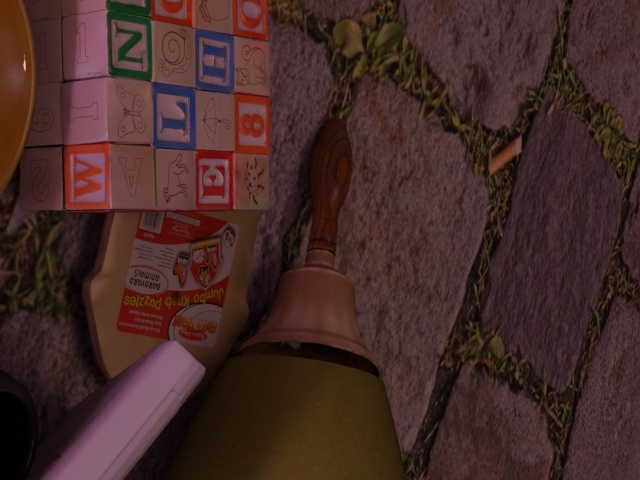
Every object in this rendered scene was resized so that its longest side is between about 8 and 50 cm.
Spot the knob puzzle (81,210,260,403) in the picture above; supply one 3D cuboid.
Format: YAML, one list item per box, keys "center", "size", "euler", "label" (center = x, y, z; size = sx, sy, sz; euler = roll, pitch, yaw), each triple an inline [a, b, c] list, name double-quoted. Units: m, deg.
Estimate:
- center: [-0.126, 0.048, 1.050]
  size: [0.213, 0.030, 0.213]
  euler: [-15, 109, -53]
  label: "knob puzzle"

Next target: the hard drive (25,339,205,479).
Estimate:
- center: [-0.210, 0.205, 0.838]
  size: [0.040, 0.203, 0.307]
  euler: [44, 54, -8]
  label: "hard drive"

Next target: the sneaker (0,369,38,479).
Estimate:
- center: [-0.284, 0.163, 0.758]
  size: [0.296, 0.146, 0.105]
  euler: [-52, 137, -33]
  label: "sneaker"

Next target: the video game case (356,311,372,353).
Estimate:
- center: [-0.002, 0.203, 1.260]
  size: [0.193, 0.023, 0.213]
  euler: [-35, 123, -45]
  label: "video game case"

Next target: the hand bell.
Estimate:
- center: [0.000, 0.000, 1.173]
  size: [0.126, 0.126, 0.242]
  euler: [39, 50, -50]
  label: "hand bell"

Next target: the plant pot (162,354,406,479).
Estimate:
- center: [-0.034, 0.249, 1.053]
  size: [0.274, 0.274, 0.294]
  euler: [30, 62, -52]
  label: "plant pot"

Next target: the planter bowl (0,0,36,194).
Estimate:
- center: [-0.276, -0.097, 0.762]
  size: [0.217, 0.090, 0.217]
  euler: [-14, 108, -51]
  label: "planter bowl"

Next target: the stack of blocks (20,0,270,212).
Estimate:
- center: [-0.122, -0.168, 0.933]
  size: [0.171, 0.087, 0.297]
  euler: [-1, 91, -54]
  label: "stack of blocks"
